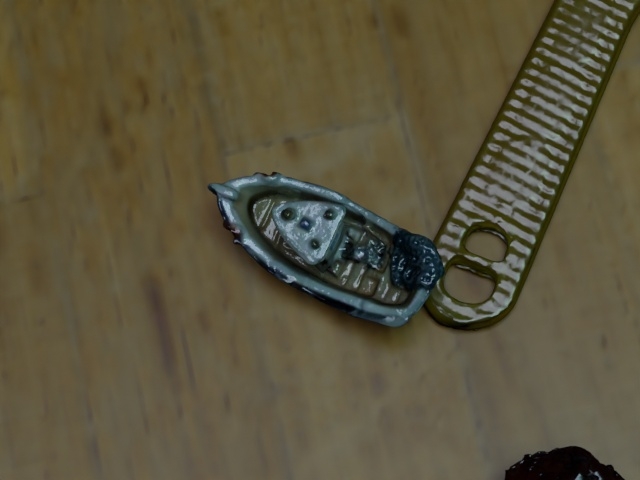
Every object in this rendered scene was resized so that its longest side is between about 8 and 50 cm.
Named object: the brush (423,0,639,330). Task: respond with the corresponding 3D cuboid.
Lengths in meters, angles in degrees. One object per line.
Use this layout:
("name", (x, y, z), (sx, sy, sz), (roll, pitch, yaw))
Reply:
("brush", (0.089, -0.067, 0.621), (0.083, 0.010, 0.218), (23, 77, 8))

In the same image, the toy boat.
("toy boat", (0.000, 0.000, 0.588), (0.083, 0.038, 0.038), (25, 76, 16))

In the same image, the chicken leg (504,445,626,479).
("chicken leg", (0.042, 0.156, 0.536), (0.093, 0.053, 0.205), (9, 65, 29))
